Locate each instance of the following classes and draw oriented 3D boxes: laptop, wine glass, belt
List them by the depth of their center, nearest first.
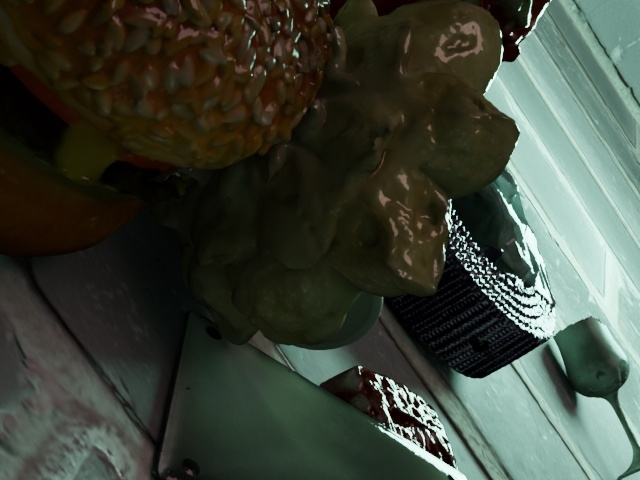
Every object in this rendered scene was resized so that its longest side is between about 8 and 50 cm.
[{"bbox_3d":[0.007,0.168,1.014,0.269,0.015,0.188,33,28,-17],"label":"laptop"},{"bbox_3d":[0.130,-0.020,1.490,0.260,0.122,0.325,9,52,-57],"label":"belt"},{"bbox_3d":[0.356,0.189,1.774,0.079,0.079,0.196,3,60,-65],"label":"wine glass"}]

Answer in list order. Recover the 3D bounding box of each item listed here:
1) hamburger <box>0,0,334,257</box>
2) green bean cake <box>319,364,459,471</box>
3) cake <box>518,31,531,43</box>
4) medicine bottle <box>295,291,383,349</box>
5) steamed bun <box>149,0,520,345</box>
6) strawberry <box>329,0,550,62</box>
[{"bbox_3d":[-0.151,-0.168,0.877,0.330,0.250,0.330,46,25,-29],"label":"hamburger"},{"bbox_3d":[0.062,0.177,1.166,0.135,0.056,0.136,37,30,-47],"label":"green bean cake"},{"bbox_3d":[0.098,-0.321,1.724,0.293,0.198,0.196,48,29,-17],"label":"cake"},{"bbox_3d":[0.000,0.000,1.193,0.105,0.105,0.168,48,24,-28],"label":"medicine bottle"},{"bbox_3d":[-0.001,-0.068,1.009,0.137,0.292,0.295,42,15,-29],"label":"steamed bun"},{"bbox_3d":[0.048,-0.304,1.409,0.317,0.295,0.345,6,9,-31],"label":"strawberry"}]
